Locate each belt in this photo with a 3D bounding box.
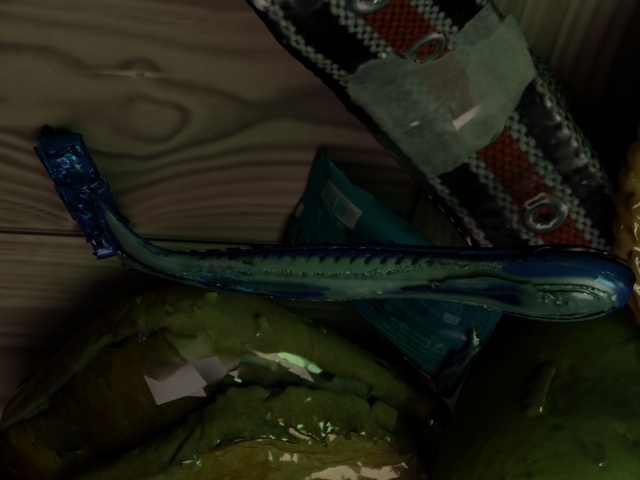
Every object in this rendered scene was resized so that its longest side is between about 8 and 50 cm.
[{"bbox_3d":[0.059,-0.080,0.684,0.094,0.126,0.359,-37,134,11],"label":"belt"}]

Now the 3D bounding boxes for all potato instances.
[{"bbox_3d":[0.141,0.091,0.800,0.160,0.271,0.111,-25,105,45],"label":"potato"}]

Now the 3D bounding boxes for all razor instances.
[{"bbox_3d":[-0.005,0.009,0.712,0.324,0.056,0.093,10,143,26],"label":"razor"}]

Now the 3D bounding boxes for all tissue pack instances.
[{"bbox_3d":[0.036,0.021,0.793,0.138,0.028,0.085,38,133,15],"label":"tissue pack"}]

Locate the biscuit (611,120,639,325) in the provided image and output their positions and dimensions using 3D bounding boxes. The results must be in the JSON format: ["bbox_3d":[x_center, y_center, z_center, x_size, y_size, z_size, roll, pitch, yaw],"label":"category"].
[{"bbox_3d":[0.269,-0.018,0.709,0.254,0.035,0.254,-2,118,-3],"label":"biscuit"}]

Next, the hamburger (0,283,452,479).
[{"bbox_3d":[-0.052,0.138,0.887,0.265,0.134,0.285,-38,135,24],"label":"hamburger"}]
